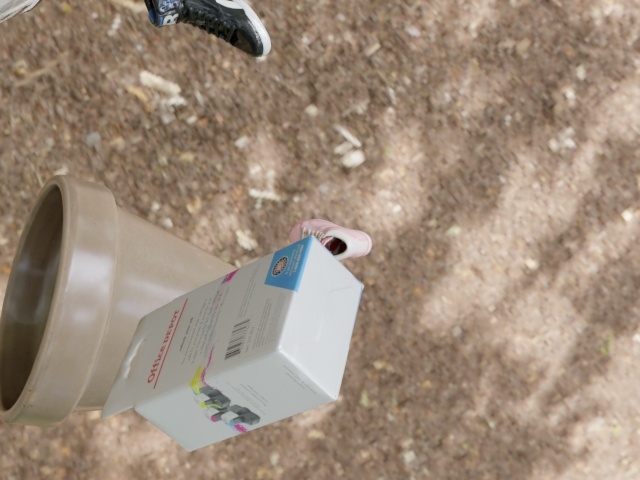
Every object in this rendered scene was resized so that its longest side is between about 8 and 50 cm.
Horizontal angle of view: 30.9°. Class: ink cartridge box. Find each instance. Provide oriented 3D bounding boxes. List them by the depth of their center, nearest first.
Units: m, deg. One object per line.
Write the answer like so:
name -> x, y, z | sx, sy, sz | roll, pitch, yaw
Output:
ink cartridge box -> -0.064, 0.080, 0.819 | 0.181, 0.104, 0.061 | -24, 124, 36

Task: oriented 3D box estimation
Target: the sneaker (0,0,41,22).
sneaker -> -0.321, -0.360, 1.247 | 0.447, 0.257, 0.169 | -32, 104, 20

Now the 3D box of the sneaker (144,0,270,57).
sneaker -> -0.186, -0.334, 1.746 | 0.121, 0.217, 0.079 | -39, 170, -28

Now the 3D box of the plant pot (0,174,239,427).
plant pot -> -0.204, 0.084, 1.236 | 0.229, 0.263, 0.263 | 15, 120, -25

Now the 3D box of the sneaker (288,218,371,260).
sneaker -> 0.000, 0.000, 1.667 | 0.070, 0.134, 0.051 | -12, 108, -58
